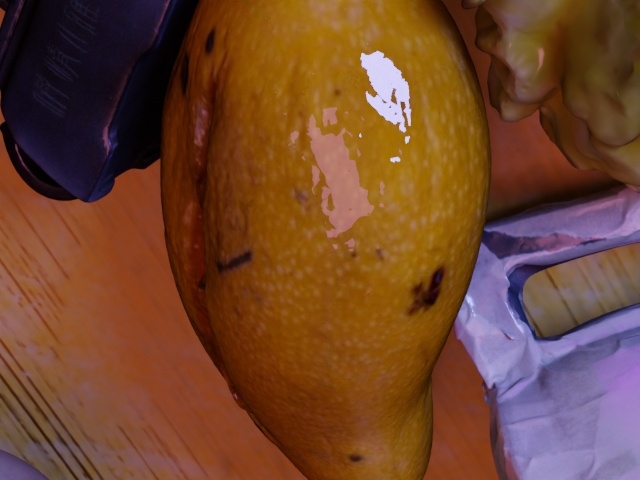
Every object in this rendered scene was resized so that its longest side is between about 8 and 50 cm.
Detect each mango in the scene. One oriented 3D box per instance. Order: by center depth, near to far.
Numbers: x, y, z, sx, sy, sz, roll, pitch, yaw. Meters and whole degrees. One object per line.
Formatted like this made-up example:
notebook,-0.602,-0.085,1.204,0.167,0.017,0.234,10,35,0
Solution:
mango,-0.005,0.001,0.783,0.120,0.177,0.294,-18,130,-29

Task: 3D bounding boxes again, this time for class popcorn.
popcorn,0.150,-0.122,0.697,0.189,0.169,0.218,-1,108,3

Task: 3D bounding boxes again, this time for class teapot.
teapot,-0.108,-0.099,0.800,0.096,0.087,0.177,30,119,8
teapot,0.177,0.081,0.832,0.178,0.221,0.163,-28,150,12

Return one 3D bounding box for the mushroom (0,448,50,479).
mushroom,-0.268,0.223,0.899,0.290,0.297,0.297,28,121,18
